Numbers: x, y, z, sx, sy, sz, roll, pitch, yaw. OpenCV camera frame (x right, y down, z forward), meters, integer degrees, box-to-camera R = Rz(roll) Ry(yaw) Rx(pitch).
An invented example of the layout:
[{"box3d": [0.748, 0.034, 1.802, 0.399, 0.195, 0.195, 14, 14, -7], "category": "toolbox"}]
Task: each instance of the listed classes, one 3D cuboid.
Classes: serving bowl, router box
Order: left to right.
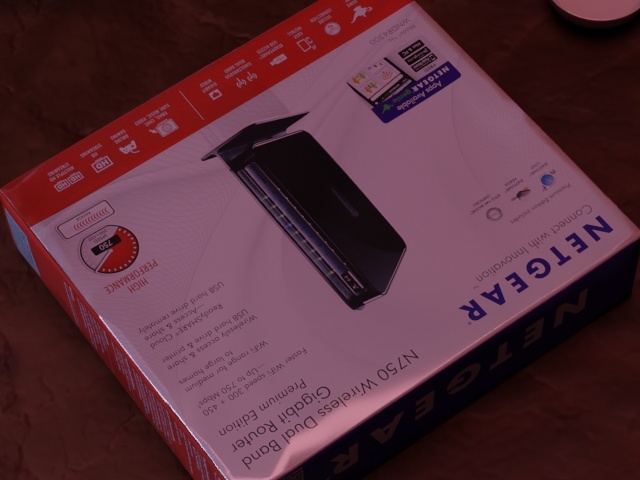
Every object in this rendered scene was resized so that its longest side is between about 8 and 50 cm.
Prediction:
[{"box3d": [0.000, 0.000, 1.381, 0.335, 0.082, 0.301, -33, 62, -18], "category": "router box"}, {"box3d": [0.213, -0.193, 1.529, 0.083, 0.027, 0.083, -1, 57, 1], "category": "serving bowl"}]
